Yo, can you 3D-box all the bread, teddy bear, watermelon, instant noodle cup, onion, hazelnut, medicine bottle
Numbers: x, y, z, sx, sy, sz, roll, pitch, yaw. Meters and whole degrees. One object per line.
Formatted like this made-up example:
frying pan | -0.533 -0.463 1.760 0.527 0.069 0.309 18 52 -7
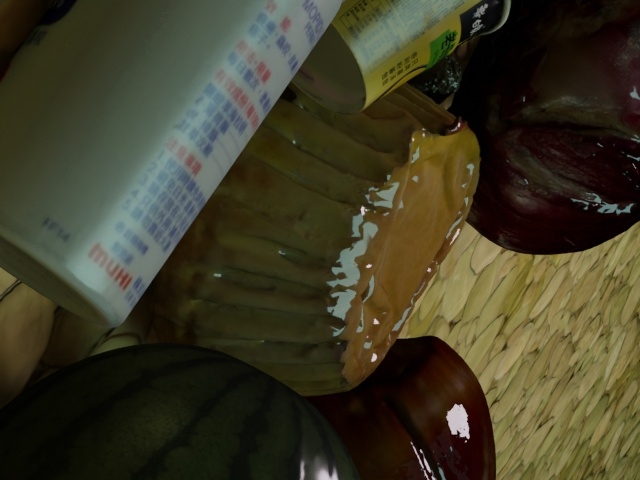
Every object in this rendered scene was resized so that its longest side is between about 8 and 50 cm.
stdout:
bread | 0.000 0.000 1.310 0.274 0.149 0.274 -45 150 -35
teddy bear | 0.071 -0.138 1.414 0.160 0.077 0.119 101 -1 -79
watermelon | -0.124 0.235 1.124 0.359 0.279 0.279 -58 160 -9
instant noodle cup | 0.030 -0.159 1.190 0.122 0.151 0.151 -43 155 -17
onion | 0.240 -0.116 1.473 0.314 0.232 0.314 -53 171 -12
hazelnut | 0.051 0.195 1.598 0.229 0.229 0.229 -49 157 -30
medicine bottle | -0.067 -0.126 1.006 0.341 0.130 0.130 -56 159 -12
